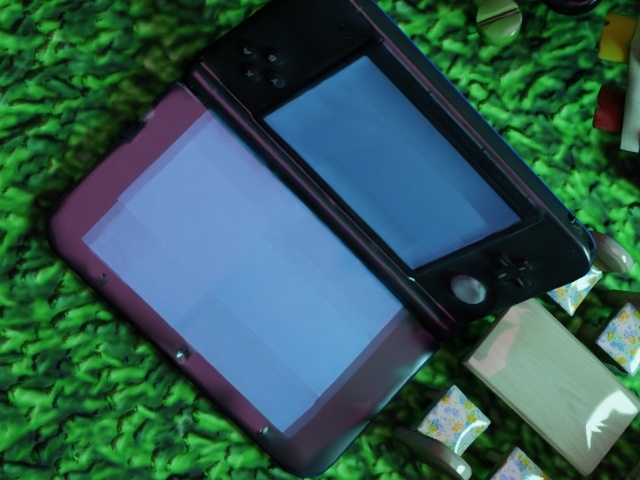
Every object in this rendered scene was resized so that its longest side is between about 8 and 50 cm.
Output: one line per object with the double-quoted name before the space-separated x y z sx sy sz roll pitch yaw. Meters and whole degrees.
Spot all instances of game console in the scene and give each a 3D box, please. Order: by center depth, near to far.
"game console" 0.000 0.000 1.148 0.293 0.250 0.173 45 52 -15

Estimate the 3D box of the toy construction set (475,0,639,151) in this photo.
"toy construction set" 0.301 -0.169 1.128 0.309 0.237 0.257 42 89 11

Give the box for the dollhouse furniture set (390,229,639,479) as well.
"dollhouse furniture set" 0.221 0.144 1.227 0.242 0.161 0.212 43 79 -16
